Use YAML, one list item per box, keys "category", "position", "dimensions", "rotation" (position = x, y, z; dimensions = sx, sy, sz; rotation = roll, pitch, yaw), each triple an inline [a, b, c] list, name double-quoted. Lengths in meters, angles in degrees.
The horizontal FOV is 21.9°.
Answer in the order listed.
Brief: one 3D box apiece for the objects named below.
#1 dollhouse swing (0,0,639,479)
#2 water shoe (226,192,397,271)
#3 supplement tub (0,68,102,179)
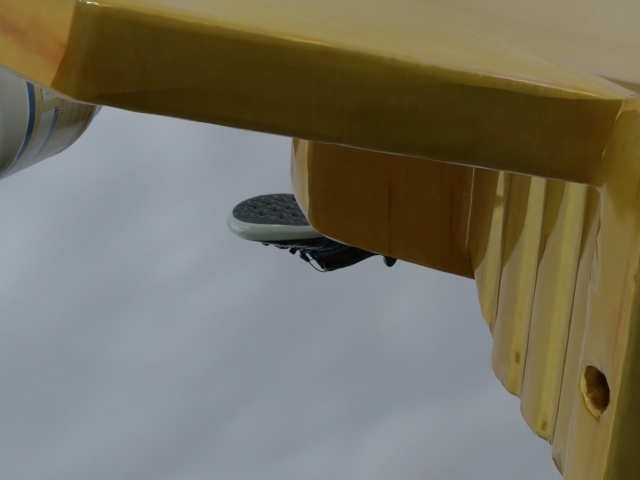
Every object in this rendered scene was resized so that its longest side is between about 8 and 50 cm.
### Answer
- category: "dollhouse swing"
  position: [0.001, -0.010, 0.615]
  dimensions: [0.304, 0.347, 0.315]
  rotation: [-6, -59, -16]
- category: "water shoe"
  position: [0.000, 0.000, 1.696]
  dimensions: [0.203, 0.073, 0.080]
  rotation: [-2, -59, -21]
- category: "supplement tub"
  position: [-0.253, -0.121, 1.261]
  dimensions: [0.144, 0.144, 0.199]
  rotation: [-54, -5, 22]
